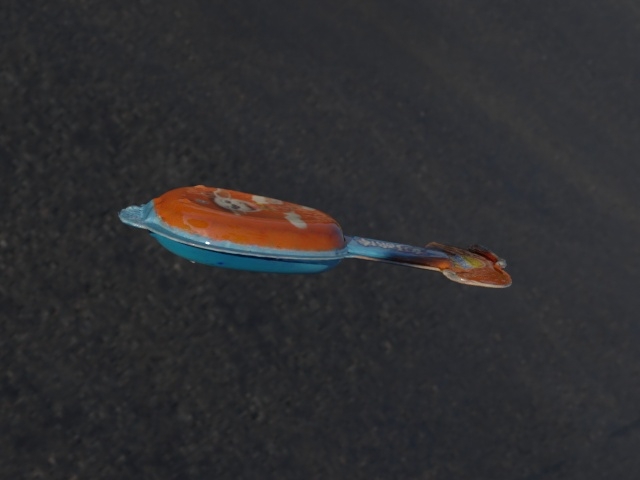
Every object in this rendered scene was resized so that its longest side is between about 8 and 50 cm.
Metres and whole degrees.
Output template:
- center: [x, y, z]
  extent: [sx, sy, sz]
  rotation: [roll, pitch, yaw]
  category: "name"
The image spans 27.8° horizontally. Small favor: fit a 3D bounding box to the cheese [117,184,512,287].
- center: [0.000, 0.000, 0.815]
  extent: [0.256, 0.037, 0.106]
  rotation: [7, 16, -12]
  category: "cheese"
